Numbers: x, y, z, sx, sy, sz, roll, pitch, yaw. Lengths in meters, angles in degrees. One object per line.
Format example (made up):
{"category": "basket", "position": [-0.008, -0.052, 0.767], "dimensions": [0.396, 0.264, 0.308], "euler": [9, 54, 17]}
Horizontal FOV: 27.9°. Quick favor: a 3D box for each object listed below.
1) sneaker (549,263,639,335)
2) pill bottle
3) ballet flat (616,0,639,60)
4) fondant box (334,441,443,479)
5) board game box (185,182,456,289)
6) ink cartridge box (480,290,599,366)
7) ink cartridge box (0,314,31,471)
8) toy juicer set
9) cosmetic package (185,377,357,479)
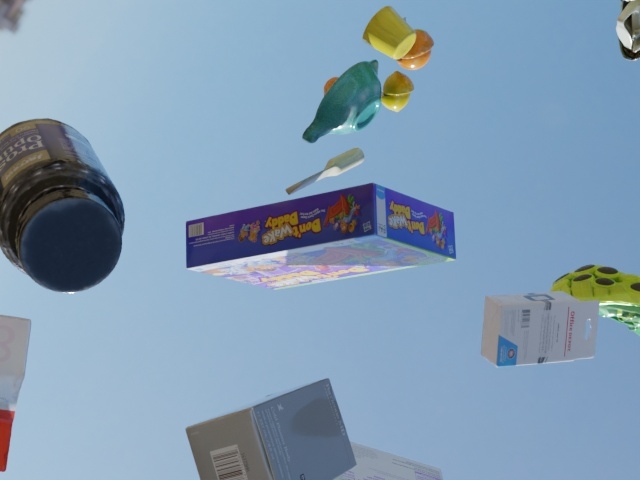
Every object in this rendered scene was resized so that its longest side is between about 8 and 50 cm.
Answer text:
{"category": "sneaker", "position": [0.534, 0.117, 2.223], "dimensions": [0.295, 0.124, 0.109], "euler": [6, -146, 29]}
{"category": "pill bottle", "position": [-0.257, -0.033, 1.246], "dimensions": [0.123, 0.123, 0.219], "euler": [-55, -152, 6]}
{"category": "ballet flat", "position": [0.403, -0.306, 1.635], "dimensions": [0.070, 0.188, 0.070], "euler": [-10, -139, 9]}
{"category": "fondant box", "position": [0.093, 0.464, 2.002], "dimensions": [0.330, 0.238, 0.096], "euler": [-100, -146, -59]}
{"category": "board game box", "position": [0.000, 0.000, 1.972], "dimensions": [0.347, 0.233, 0.078], "euler": [-11, -106, 34]}
{"category": "ink cartridge box", "position": [0.353, 0.141, 2.074], "dimensions": [0.060, 0.180, 0.104], "euler": [-146, -124, -66]}
{"category": "ink cartridge box", "position": [-0.547, 0.222, 1.944], "dimensions": [0.066, 0.189, 0.232], "euler": [140, -44, -66]}
{"category": "toy juicer set", "position": [0.059, -0.224, 2.073], "dimensions": [0.329, 0.089, 0.209], "euler": [-56, 161, 18]}
{"category": "cosmetic package", "position": [-0.055, 0.251, 1.558], "dimensions": [0.107, 0.127, 0.238], "euler": [-20, 177, 25]}
